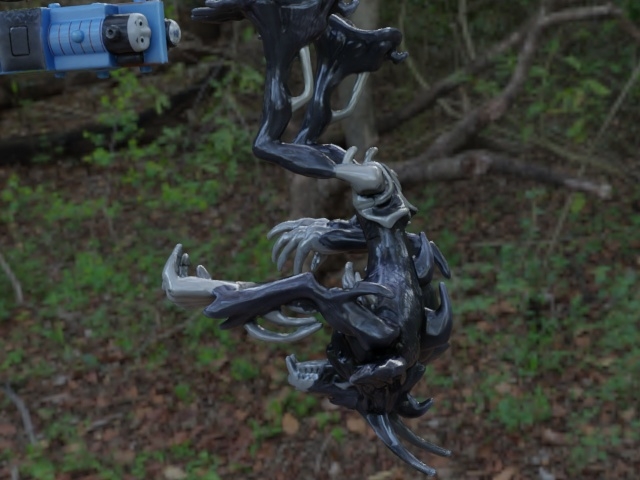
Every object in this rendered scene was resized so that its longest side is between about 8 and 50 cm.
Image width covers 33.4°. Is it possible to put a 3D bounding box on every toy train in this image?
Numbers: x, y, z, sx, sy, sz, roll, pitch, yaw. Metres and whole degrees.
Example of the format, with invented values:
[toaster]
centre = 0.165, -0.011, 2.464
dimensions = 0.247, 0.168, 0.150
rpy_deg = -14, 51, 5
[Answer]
[toy train]
centre = -0.236, -0.202, 1.071
dimensions = 0.184, 0.080, 0.105
rpy_deg = -1, 10, 15

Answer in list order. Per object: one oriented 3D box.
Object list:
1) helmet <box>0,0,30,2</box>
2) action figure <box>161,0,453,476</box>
[helmet]
centre = -0.420, -0.394, 1.400
dimensions = 0.169, 0.169, 0.161
rpy_deg = 13, 5, 43
[action figure]
centre = 0.000, 0.000, 0.621
dimensions = 0.141, 0.275, 0.164
rpy_deg = -11, -3, 24
